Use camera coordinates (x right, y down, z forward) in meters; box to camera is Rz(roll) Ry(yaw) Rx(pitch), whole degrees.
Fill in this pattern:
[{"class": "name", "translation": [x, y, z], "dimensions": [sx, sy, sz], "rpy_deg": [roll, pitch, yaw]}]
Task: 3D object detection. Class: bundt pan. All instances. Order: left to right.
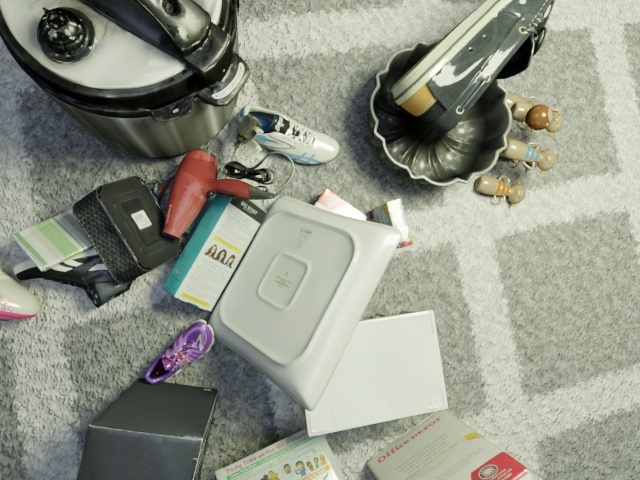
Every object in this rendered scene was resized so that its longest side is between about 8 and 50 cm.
[{"class": "bundt pan", "translation": [0.257, -0.274, 0.996], "dimensions": [0.331, 0.124, 0.330], "rpy_deg": [1, 85, -9]}]

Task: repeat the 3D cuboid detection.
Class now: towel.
[{"class": "towel", "translation": [-0.499, -0.008, 0.853], "dimensions": [0.113, 0.023, 0.152], "rpy_deg": [38, 49, 20]}]

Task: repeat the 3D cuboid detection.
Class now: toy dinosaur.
[{"class": "toy dinosaur", "translation": [-0.350, -0.088, 0.925], "dimensions": [0.090, 0.047, 0.082], "rpy_deg": [-13, 107, -20]}]

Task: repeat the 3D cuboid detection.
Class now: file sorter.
[{"class": "file sorter", "translation": [0.087, 0.255, 0.904], "dimensions": [0.278, 0.173, 0.192], "rpy_deg": [-7, 86, -10]}]

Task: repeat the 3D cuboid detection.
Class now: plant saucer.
[{"class": "plant saucer", "translation": [-0.258, -0.067, 0.946], "dimensions": [0.119, 0.021, 0.119], "rpy_deg": [1, 86, -9]}]

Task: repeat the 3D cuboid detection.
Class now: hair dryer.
[{"class": "hair dryer", "translation": [-0.205, -0.113, 0.844], "dimensions": [0.293, 0.080, 0.223], "rpy_deg": [-41, 49, 10]}]

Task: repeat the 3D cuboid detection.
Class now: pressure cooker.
[{"class": "pressure cooker", "translation": [-0.320, -0.358, 0.756], "dimensions": [0.370, 0.420, 0.375], "rpy_deg": [-10, 87, -9]}]

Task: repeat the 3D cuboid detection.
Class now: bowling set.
[{"class": "bowling set", "translation": [0.494, -0.226, 1.001], "dimensions": [0.154, 0.200, 0.287], "rpy_deg": [15, 88, -9]}]

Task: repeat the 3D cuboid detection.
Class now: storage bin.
[{"class": "storage bin", "translation": [-0.374, -0.022, 0.852], "dimensions": [0.084, 0.122, 0.180], "rpy_deg": [-22, 100, 28]}]

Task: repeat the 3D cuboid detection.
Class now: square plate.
[{"class": "square plate", "translation": [-0.061, 0.082, 0.833], "dimensions": [0.049, 0.347, 0.344], "rpy_deg": [36, 79, -46]}]

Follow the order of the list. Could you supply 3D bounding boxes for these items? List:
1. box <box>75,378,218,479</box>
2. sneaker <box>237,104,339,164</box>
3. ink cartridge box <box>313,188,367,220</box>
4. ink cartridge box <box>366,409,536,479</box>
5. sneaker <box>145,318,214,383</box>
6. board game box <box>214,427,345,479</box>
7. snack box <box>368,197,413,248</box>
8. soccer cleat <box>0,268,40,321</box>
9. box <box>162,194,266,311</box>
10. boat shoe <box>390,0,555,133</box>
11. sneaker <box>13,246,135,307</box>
[{"class": "box", "translation": [-0.306, 0.432, 0.766], "dimensions": [0.183, 0.296, 0.294], "rpy_deg": [12, 83, -8]}, {"class": "sneaker", "translation": [-0.070, -0.232, 0.958], "dimensions": [0.237, 0.086, 0.085], "rpy_deg": [18, 82, -9]}, {"class": "ink cartridge box", "translation": [0.000, 0.000, 0.962], "dimensions": [0.115, 0.067, 0.198], "rpy_deg": [35, 80, -5]}, {"class": "ink cartridge box", "translation": [0.252, 0.488, 0.848], "dimensions": [0.226, 0.306, 0.131], "rpy_deg": [-30, 92, -10]}, {"class": "sneaker", "translation": [-0.284, 0.233, 0.878], "dimensions": [0.068, 0.071, 0.170], "rpy_deg": [45, 95, 1]}, {"class": "board game box", "translation": [-0.043, 0.540, 0.808], "dimensions": [0.224, 0.097, 0.303], "rpy_deg": [-16, 58, -23]}, {"class": "snack box", "translation": [0.151, -0.031, 0.951], "dimensions": [0.037, 0.141, 0.100], "rpy_deg": [-16, 89, -9]}, {"class": "soccer cleat", "translation": [-0.688, 0.043, 0.819], "dimensions": [0.331, 0.116, 0.143], "rpy_deg": [22, 83, -7]}, {"class": "box", "translation": [-0.218, 0.016, 0.904], "dimensions": [0.100, 0.060, 0.244], "rpy_deg": [38, 77, -47]}, {"class": "boat shoe", "translation": [0.364, -0.411, 0.876], "dimensions": [0.500, 0.187, 0.156], "rpy_deg": [-44, 99, -5]}, {"class": "sneaker", "translation": [-0.487, 0.083, 0.868], "dimensions": [0.217, 0.079, 0.121], "rpy_deg": [-12, 87, -11]}]
